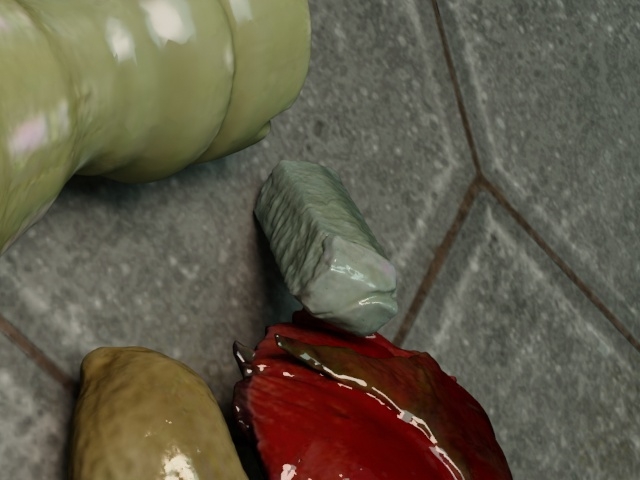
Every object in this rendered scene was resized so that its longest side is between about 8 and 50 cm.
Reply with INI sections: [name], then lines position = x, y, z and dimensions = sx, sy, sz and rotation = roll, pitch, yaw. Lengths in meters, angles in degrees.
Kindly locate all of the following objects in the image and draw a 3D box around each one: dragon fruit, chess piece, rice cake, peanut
[dragon fruit]
position = 0.059, 0.168, 0.993
dimensions = 0.282, 0.100, 0.344
rotation = 33, 31, -35
[chess piece]
position = -0.190, -0.095, 0.912
dimensions = 0.442, 0.234, 0.234
rotation = -30, 90, -49
[rice cake]
position = 0.000, 0.000, 1.077
dimensions = 0.069, 0.063, 0.206
rotation = 24, 16, -25
[peanut]
position = -0.091, 0.182, 0.926
dimensions = 0.253, 0.122, 0.137
rotation = 63, 6, 5
